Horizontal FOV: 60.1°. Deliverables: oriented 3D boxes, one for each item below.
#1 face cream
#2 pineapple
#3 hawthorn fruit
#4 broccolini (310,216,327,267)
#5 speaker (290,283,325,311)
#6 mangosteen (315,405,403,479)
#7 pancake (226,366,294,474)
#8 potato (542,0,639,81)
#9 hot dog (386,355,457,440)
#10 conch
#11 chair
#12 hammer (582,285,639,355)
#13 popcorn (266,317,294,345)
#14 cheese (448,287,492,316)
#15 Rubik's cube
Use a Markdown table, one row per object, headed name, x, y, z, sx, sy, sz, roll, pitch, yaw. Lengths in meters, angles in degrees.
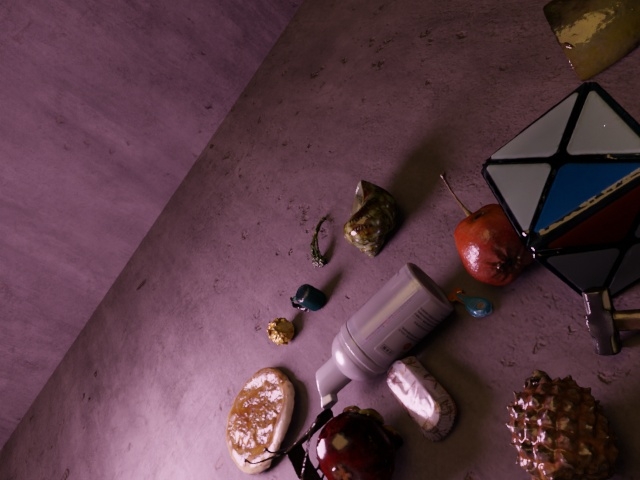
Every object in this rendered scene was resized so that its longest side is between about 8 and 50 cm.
| name | x | y | z | sx | sy | sz | roll | pitch | yaw |
| --- | --- | --- | --- | --- | --- | --- | --- | --- | --- |
| face cream | 0.114 | 0.223 | 1.238 | 0.369 | 0.145 | 0.145 | -45 | 36 | 14 |
| pineapple | 0.370 | 0.290 | 0.871 | 0.166 | 0.166 | 0.193 | -33 | 40 | 29 |
| hawthorn fruit | 0.326 | -0.032 | 1.168 | 0.165 | 0.165 | 0.285 | -47 | 44 | 13 |
| broccolini | -0.005 | -0.003 | 1.647 | 0.054 | 0.052 | 0.194 | -22 | 46 | 34 |
| speaker | -0.040 | 0.168 | 1.528 | 0.094 | 0.075 | 0.060 | -43 | 36 | 19 |
| mangosteen | 0.081 | 0.418 | 1.124 | 0.166 | 0.166 | 0.180 | -23 | 15 | 38 |
| pancake | -0.160 | 0.468 | 1.458 | 0.282 | 0.049 | 0.283 | -34 | 37 | 31 |
| potato | 0.653 | -0.534 | 1.242 | 0.255 | 0.112 | 0.270 | -29 | 45 | 32 |
| hot dog | 0.204 | 0.317 | 1.133 | 0.108 | 0.059 | 0.191 | -62 | 37 | 15 |
| conch | 0.131 | -0.056 | 1.474 | 0.182 | 0.124 | 0.187 | -65 | 11 | 3 |
| chair | -0.036 | 0.474 | 1.197 | 0.213 | 0.174 | 0.149 | -39 | 72 | 11 |
| hammer | 0.594 | 0.107 | 0.828 | 0.365 | 0.043 | 0.111 | -12 | 93 | 37 |
| popcorn | -0.112 | 0.254 | 1.547 | 0.082 | 0.083 | 0.057 | 54 | 136 | 31 |
| cheese | 0.318 | 0.131 | 1.172 | 0.047 | 0.017 | 0.111 | -42 | 37 | -14 |
| Rubik's cube | 0.473 | -0.078 | 0.965 | 0.250 | 0.248 | 0.247 | -39 | 39 | 24 |
